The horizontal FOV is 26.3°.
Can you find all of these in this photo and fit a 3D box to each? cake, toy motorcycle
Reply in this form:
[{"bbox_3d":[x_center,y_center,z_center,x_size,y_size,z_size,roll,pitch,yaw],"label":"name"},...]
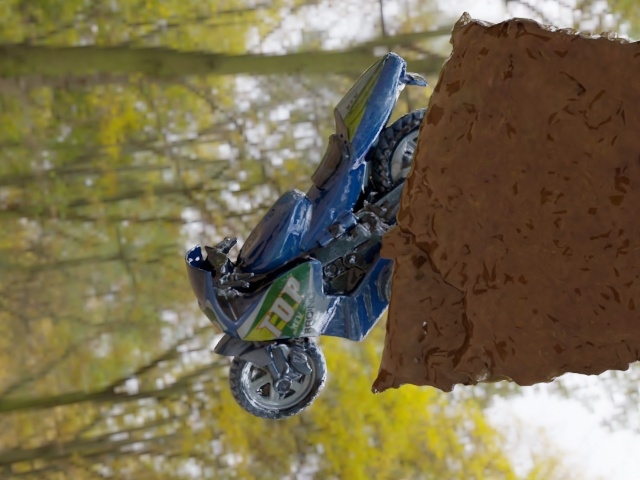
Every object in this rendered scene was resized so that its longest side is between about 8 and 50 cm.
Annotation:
[{"bbox_3d":[0.151,-0.022,0.372,0.295,0.116,0.112,-5,-89,35],"label":"cake"},{"bbox_3d":[0.000,0.000,0.899,0.254,0.136,0.092,-53,-157,10],"label":"toy motorcycle"}]
